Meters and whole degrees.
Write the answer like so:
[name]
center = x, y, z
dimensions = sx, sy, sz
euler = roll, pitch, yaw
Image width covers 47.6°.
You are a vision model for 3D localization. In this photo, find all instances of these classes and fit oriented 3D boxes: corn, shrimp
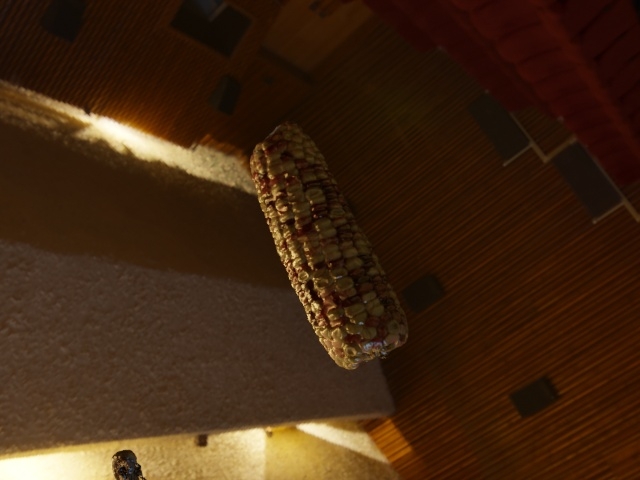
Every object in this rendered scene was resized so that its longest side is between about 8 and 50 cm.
[corn]
center = 0.000, 0.000, 0.693
dimensions = 0.086, 0.086, 0.253
euler = 1, -119, -64
[shrimp]
center = -0.403, 0.509, 1.550
dimensions = 0.056, 0.065, 0.165
euler = -79, -24, -55
